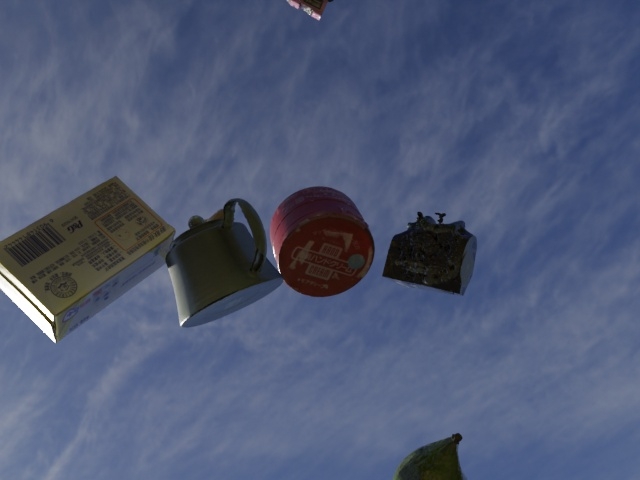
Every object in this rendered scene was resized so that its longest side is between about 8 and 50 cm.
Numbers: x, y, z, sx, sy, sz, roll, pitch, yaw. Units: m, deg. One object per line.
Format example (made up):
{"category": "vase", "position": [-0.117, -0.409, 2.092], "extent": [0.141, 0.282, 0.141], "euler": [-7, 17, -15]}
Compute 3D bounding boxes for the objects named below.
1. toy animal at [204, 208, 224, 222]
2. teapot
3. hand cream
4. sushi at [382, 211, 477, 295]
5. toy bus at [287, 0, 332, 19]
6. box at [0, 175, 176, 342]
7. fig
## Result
{"category": "toy animal", "position": [-0.199, -0.025, 1.245], "extent": [0.083, 0.159, 0.070], "euler": [-3, -105, -24]}
{"category": "teapot", "position": [-0.151, 0.024, 0.913], "extent": [0.162, 0.149, 0.239], "euler": [-15, -16, -41]}
{"category": "hand cream", "position": [0.000, 0.000, 1.405], "extent": [0.230, 0.149, 0.230], "euler": [-7, -55, -10]}
{"category": "sushi", "position": [0.125, 0.012, 0.690], "extent": [0.056, 0.083, 0.085], "euler": [24, -101, -52]}
{"category": "toy bus", "position": [0.013, -0.471, 1.019], "extent": [0.090, 0.063, 0.203], "euler": [23, -77, -9]}
{"category": "box", "position": [-0.403, 0.026, 1.076], "extent": [0.265, 0.168, 0.097], "euler": [-43, -11, -38]}
{"category": "fig", "position": [0.279, 0.546, 1.453], "extent": [0.203, 0.203, 0.235], "euler": [22, -86, -30]}
